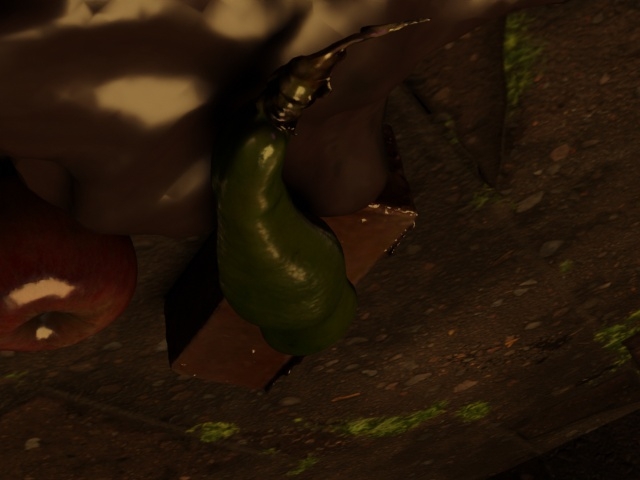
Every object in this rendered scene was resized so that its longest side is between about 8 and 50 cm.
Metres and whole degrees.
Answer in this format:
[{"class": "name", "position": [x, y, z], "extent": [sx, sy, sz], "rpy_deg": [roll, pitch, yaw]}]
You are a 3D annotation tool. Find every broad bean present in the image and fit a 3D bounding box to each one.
[{"class": "broad bean", "position": [-0.011, 0.002, 0.588], "extent": [0.098, 0.056, 0.318], "rpy_deg": [-11, 155, -12]}]

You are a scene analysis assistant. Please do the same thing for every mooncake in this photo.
[{"class": "mooncake", "position": [-0.038, -0.162, 0.553], "extent": [0.351, 0.212, 0.381], "rpy_deg": [4, 142, -29]}]

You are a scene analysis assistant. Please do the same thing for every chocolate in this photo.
[{"class": "chocolate", "position": [-0.043, 0.024, 0.987], "extent": [0.112, 0.112, 0.321], "rpy_deg": [6, 144, -28]}]

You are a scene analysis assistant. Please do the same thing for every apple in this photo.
[{"class": "apple", "position": [-0.220, 0.017, 0.830], "extent": [0.153, 0.120, 0.153], "rpy_deg": [-16, 158, -6]}]
